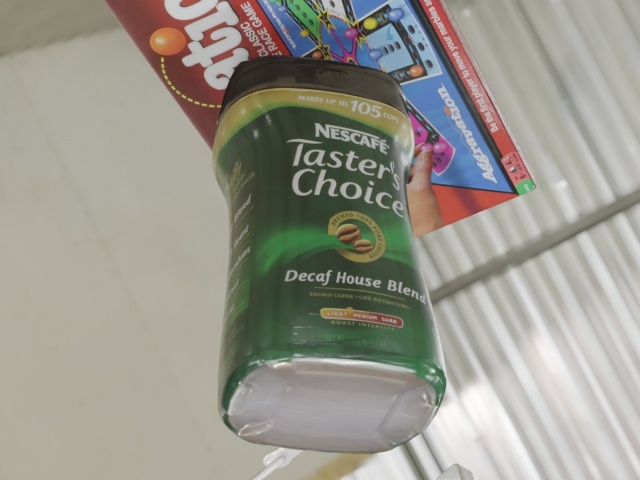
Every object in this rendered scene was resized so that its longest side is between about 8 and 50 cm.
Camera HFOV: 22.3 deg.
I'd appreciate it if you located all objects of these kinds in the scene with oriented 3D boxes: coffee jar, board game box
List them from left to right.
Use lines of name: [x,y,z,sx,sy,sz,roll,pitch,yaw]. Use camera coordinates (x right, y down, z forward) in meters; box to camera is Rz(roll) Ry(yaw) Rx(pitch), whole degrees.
board game box: [-0.003,-0.093,0.829,0.145,0.027,0.281,-22,135,14]
coffee jar: [0.000,0.000,0.734,0.096,0.184,0.079,6,141,-14]

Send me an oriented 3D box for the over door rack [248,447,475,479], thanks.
over door rack: [-0.038,0.292,1.318,0.239,0.108,0.324,31,106,-40]
